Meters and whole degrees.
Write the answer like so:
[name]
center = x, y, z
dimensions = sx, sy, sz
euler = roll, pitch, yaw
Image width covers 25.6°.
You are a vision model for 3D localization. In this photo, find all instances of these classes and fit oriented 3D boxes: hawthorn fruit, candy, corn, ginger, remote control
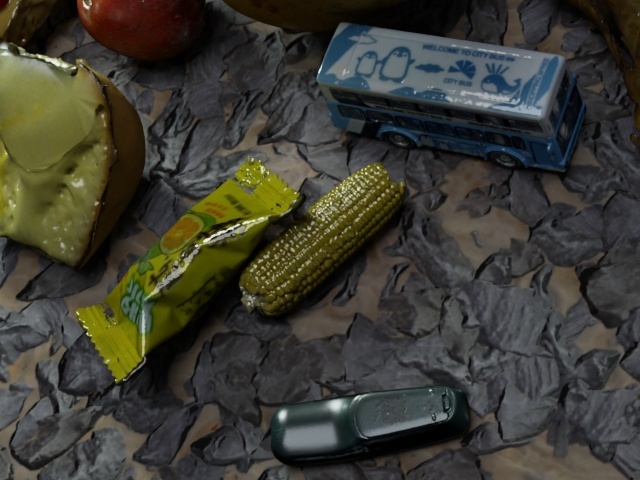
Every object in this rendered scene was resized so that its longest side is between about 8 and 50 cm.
[hawthorn fruit]
center = -0.232, -0.320, 1.832
dimensions = 0.173, 0.173, 0.173
euler = -8, 60, 14
[candy]
center = -0.152, 0.029, 1.636
dimensions = 0.297, 0.081, 0.187
euler = -42, 30, -5
[corn]
center = 0.000, 0.000, 1.630
dimensions = 0.238, 0.080, 0.080
euler = -43, 58, -6
[ginger]
center = 0.365, -0.245, 1.634
dimensions = 0.133, 0.107, 0.309
euler = -37, 55, 24
[remote control]
center = 0.052, 0.197, 1.524
dimensions = 0.222, 0.042, 0.072
euler = -10, 57, 12

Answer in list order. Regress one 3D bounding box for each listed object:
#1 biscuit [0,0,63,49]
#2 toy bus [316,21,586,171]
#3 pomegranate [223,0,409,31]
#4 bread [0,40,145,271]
[biscuit]
center = -0.495, -0.418, 1.986
dimensions = 0.368, 0.076, 0.394
euler = -48, 55, -1
[toy bus]
center = 0.151, -0.169, 1.642
dimensions = 0.297, 0.131, 0.106
euler = 12, 67, 24
[pomegranate]
center = 0.020, -0.450, 1.705
dimensions = 0.417, 0.416, 0.416
euler = -8, 60, 14
[bread]
center = -0.311, -0.105, 1.743
dimensions = 0.204, 0.162, 0.262
euler = 23, 113, 26
